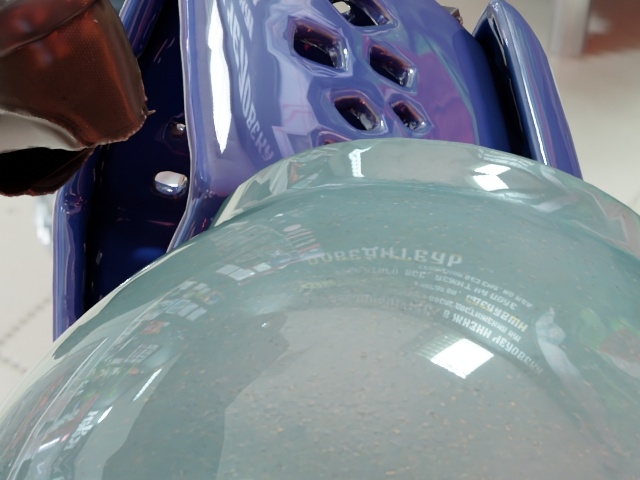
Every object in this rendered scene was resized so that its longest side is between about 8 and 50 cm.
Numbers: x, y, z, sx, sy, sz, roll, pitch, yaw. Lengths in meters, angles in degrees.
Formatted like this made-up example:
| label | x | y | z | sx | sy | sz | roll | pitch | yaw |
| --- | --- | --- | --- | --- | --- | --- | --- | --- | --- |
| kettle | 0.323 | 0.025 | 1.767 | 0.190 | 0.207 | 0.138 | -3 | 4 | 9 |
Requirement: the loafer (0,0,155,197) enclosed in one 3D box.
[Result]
| label | x | y | z | sx | sy | sz | roll | pitch | yaw |
| --- | --- | --- | --- | --- | --- | --- | --- | --- | --- |
| loafer | -0.134 | -0.047 | 0.785 | 0.080 | 0.078 | 0.220 | -35 | 10 | -25 |

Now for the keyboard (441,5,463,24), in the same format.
| label | x | y | z | sx | sy | sz | roll | pitch | yaw |
| --- | --- | --- | --- | --- | --- | --- | --- | --- | --- |
| keyboard | 0.080 | -0.143 | 1.661 | 0.023 | 0.108 | 0.180 | -8 | 22 | 32 |

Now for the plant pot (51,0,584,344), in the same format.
| label | x | y | z | sx | sy | sz | roll | pitch | yaw |
| --- | --- | --- | --- | --- | --- | --- | --- | --- | --- |
| plant pot | 0.000 | 0.000 | 0.964 | 0.212 | 0.236 | 0.236 | 12 | 41 | -18 |

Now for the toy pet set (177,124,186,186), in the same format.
| label | x | y | z | sx | sy | sz | roll | pitch | yaw |
| --- | --- | --- | --- | --- | --- | --- | --- | --- | --- |
| toy pet set | -0.077 | -0.018 | 1.249 | 0.065 | 0.114 | 0.122 | 12 | 84 | 30 |

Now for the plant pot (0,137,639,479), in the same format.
| label | x | y | z | sx | sy | sz | roll | pitch | yaw |
| --- | --- | --- | --- | --- | --- | --- | --- | --- | --- |
| plant pot | 0.025 | 0.093 | 0.628 | 0.293 | 0.293 | 0.196 | 9 | 55 | 7 |
